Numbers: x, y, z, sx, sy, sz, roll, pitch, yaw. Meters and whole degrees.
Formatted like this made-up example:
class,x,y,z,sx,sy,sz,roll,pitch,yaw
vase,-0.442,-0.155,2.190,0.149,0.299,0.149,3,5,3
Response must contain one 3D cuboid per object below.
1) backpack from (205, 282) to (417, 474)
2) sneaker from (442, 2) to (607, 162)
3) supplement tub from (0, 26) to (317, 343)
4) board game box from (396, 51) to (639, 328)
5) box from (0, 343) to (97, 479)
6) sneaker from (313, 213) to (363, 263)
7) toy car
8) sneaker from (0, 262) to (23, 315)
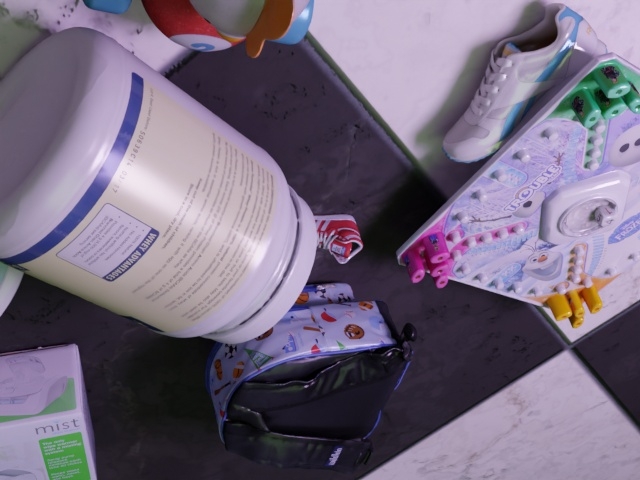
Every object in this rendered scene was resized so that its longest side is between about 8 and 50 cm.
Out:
class,x,y,z,sx,sy,sz,roll,pitch,yaw
backpack,-0.031,0.190,1.139,0.263,0.213,0.277,-6,129,-30
sneaker,0.233,-0.191,0.975,0.228,0.087,0.092,-42,118,17
supplement tub,-0.179,-0.038,0.827,0.235,0.235,0.325,-40,135,17
board game box,0.366,-0.032,1.077,0.389,0.050,0.390,16,132,-34
box,-0.456,0.275,1.103,0.261,0.127,0.231,-7,137,-16
sneaker,0.000,0.000,1.065,0.118,0.067,0.042,-8,135,-16
toy car,-0.075,-0.227,0.682,0.219,0.238,0.210,4,131,-26
sneaker,-0.461,0.056,0.905,0.256,0.094,0.151,-39,132,14
